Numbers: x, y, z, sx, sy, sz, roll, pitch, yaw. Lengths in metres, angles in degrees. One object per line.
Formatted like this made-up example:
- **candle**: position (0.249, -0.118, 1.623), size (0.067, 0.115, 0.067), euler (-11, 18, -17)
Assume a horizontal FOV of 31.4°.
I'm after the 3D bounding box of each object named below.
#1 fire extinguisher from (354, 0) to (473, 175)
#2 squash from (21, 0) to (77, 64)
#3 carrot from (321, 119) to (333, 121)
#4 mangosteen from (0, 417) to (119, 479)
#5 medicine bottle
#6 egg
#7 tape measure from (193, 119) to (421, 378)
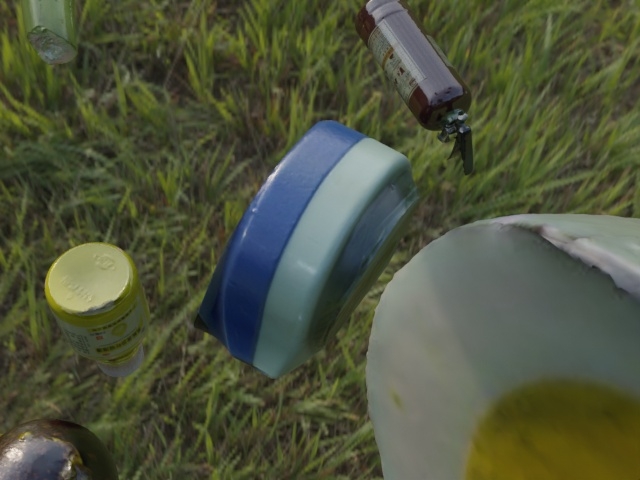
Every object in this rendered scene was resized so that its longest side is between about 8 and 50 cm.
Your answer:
- **fire extinguisher**: position (0.121, -0.180, 1.334), size (0.071, 0.099, 0.231), euler (-22, 62, -16)
- **squash**: position (-0.356, -0.358, 1.516), size (0.083, 0.083, 0.250), euler (-1, 67, -4)
- **carrot**: position (0.020, -0.144, 1.679), size (0.043, 0.248, 0.043), euler (0, 89, 6)
- **mangosteen**: position (-0.336, 0.286, 1.273), size (0.217, 0.192, 0.192), euler (15, 64, 13)
- **medicine bottle**: position (-0.290, 0.107, 1.543), size (0.121, 0.212, 0.122), euler (-2, 55, 2)
- **egg**: position (0.186, 0.120, 0.566), size (0.201, 0.337, 0.337), euler (-23, 67, -32)
- **tape measure**: position (0.000, 0.002, 1.257), size (0.138, 0.262, 0.259), euler (32, 49, 7)
